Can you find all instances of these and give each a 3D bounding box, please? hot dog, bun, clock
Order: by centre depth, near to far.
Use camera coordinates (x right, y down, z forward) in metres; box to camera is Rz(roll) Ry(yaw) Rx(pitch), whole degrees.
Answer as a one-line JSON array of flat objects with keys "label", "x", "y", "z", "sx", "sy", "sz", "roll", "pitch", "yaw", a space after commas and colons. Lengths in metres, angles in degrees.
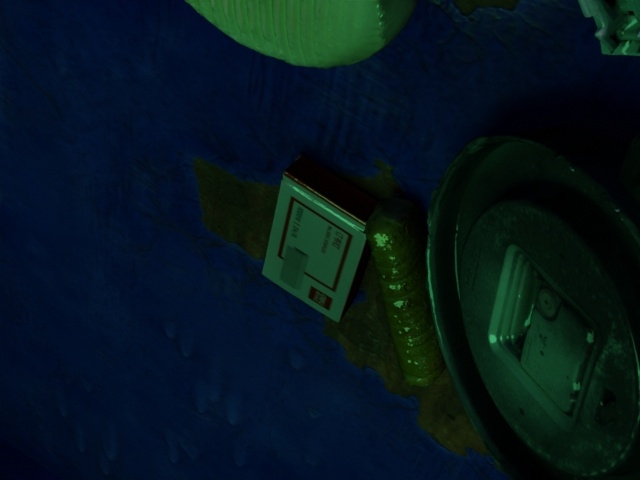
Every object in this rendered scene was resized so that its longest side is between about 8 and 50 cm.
[{"label": "bun", "x": -0.031, "y": -0.276, "z": 1.059, "sx": 0.287, "sy": 0.146, "sz": 0.287, "roll": 27, "pitch": 154, "yaw": 15}, {"label": "clock", "x": 0.230, "y": 0.081, "z": 1.161, "sx": 0.386, "sy": 0.076, "sz": 0.386, "roll": 45, "pitch": 144, "yaw": 46}, {"label": "hot dog", "x": 0.106, "y": 0.064, "z": 1.449, "sx": 0.068, "sy": 0.083, "sz": 0.289, "roll": 3, "pitch": 139, "yaw": 17}]

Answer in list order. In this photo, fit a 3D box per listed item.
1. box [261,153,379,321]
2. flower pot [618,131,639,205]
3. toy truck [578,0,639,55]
[{"label": "box", "x": 0.000, "y": 0.000, "z": 1.493, "sx": 0.123, "sy": 0.050, "sz": 0.229, "roll": 32, "pitch": 149, "yaw": 9}, {"label": "flower pot", "x": 0.352, "y": -0.038, "z": 0.802, "sx": 0.283, "sy": 0.299, "sz": 0.299, "roll": 50, "pitch": 154, "yaw": 19}, {"label": "toy truck", "x": 0.184, "y": -0.273, "z": 0.797, "sx": 0.133, "sy": 0.184, "sz": 0.338, "roll": 11, "pitch": 141, "yaw": 39}]
